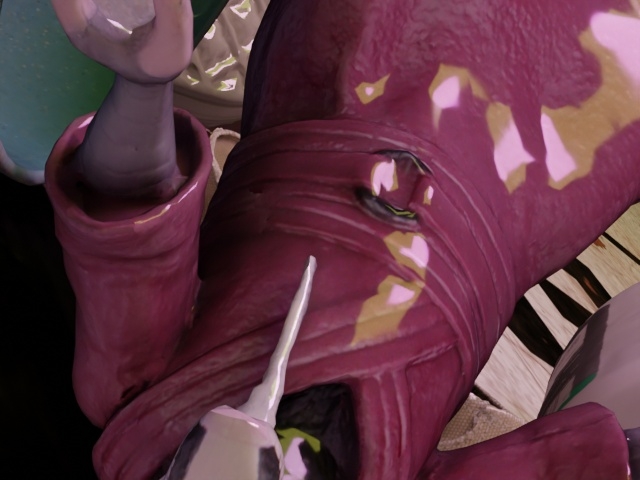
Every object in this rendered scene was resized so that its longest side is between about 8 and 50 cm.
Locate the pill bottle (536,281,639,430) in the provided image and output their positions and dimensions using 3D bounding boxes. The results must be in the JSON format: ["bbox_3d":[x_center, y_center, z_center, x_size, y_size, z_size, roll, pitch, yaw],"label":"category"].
[{"bbox_3d":[0.210,0.121,0.917,0.204,0.204,0.361,47,13,3],"label":"pill bottle"}]

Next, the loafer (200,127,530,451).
[{"bbox_3d":[0.013,0.034,0.803,0.102,0.092,0.268,30,20,-51],"label":"loafer"}]

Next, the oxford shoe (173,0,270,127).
[{"bbox_3d":[-0.198,-0.154,0.667,0.449,0.169,0.130,26,-22,-39],"label":"oxford shoe"}]

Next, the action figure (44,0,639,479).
[{"bbox_3d":[0.000,0.000,0.569,0.248,0.275,0.370,40,51,-12],"label":"action figure"}]

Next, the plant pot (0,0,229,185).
[{"bbox_3d":[-0.100,-0.190,0.522,0.195,0.290,0.290,29,12,5],"label":"plant pot"}]

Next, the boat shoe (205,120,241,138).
[{"bbox_3d":[-0.082,-0.115,1.019,0.207,0.073,0.073,46,12,33],"label":"boat shoe"}]
